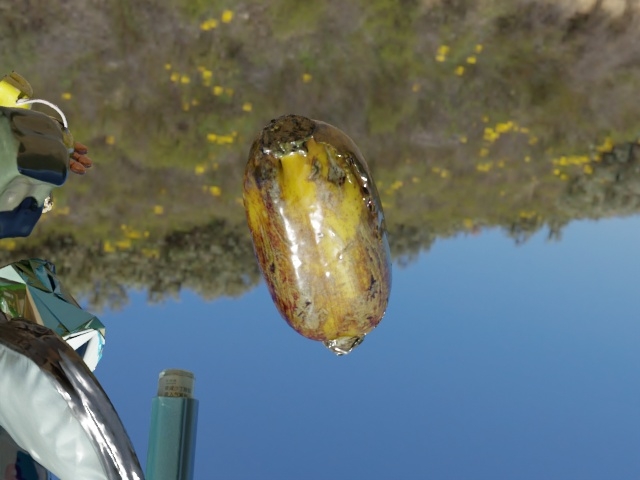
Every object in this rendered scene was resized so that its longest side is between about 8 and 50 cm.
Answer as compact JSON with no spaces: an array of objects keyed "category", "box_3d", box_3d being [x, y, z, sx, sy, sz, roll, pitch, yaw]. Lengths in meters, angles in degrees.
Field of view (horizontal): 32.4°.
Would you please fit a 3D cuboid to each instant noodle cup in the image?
[{"category":"instant noodle cup","box_3d":[-0.494,0.170,1.892,0.178,0.240,0.240,38,-158,23]}]

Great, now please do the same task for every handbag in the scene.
[{"category":"handbag","box_3d":[-0.291,0.162,1.129,0.075,0.192,0.332,-36,-156,-28]}]

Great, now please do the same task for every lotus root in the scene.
[{"category":"lotus root","box_3d":[0.000,0.000,1.598,0.196,0.397,0.179,-3,-143,15]}]

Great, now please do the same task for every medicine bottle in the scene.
[{"category":"medicine bottle","box_3d":[-0.244,0.346,1.806,0.079,0.258,0.124,1,157,2]}]

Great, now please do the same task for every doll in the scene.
[{"category":"doll","box_3d":[-0.513,-0.198,2.019,0.221,0.135,0.143,39,-164,-7]}]

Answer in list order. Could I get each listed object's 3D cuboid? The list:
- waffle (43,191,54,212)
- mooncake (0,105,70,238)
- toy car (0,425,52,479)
[{"category":"waffle","box_3d":[-0.502,-0.086,1.742,0.148,0.102,0.042,-8,-157,-13]},{"category":"mooncake","box_3d":[-0.393,-0.085,1.423,0.104,0.168,0.175,14,167,-36]},{"category":"toy car","box_3d":[-0.461,0.275,1.315,0.314,0.166,0.198,17,-145,-16]}]
